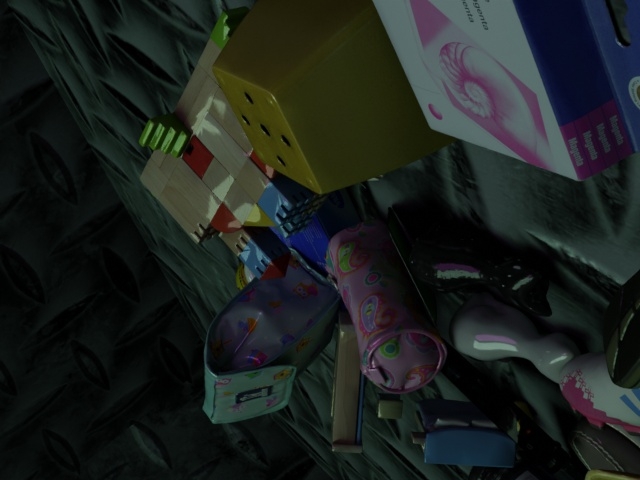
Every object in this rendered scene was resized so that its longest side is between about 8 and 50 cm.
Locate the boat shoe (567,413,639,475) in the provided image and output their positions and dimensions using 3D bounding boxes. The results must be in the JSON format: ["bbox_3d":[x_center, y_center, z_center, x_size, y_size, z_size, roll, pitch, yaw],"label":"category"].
[{"bbox_3d":[0.431,0.363,1.428,0.324,0.097,0.116,49,164,10],"label":"boat shoe"}]

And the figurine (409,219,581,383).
[{"bbox_3d":[0.236,0.089,1.403,0.209,0.092,0.215,21,147,54],"label":"figurine"}]

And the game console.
[{"bbox_3d":[0.300,0.279,1.566,0.361,0.044,0.213,43,180,-37],"label":"game console"}]

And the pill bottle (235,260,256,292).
[{"bbox_3d":[-0.101,0.063,2.216,0.117,0.117,0.215,51,164,1],"label":"pill bottle"}]

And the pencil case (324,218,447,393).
[{"bbox_3d":[0.086,0.088,1.578,0.284,0.124,0.124,-111,-4,-53],"label":"pencil case"}]

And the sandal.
[{"bbox_3d":[0.344,0.048,0.993,0.086,0.120,0.303,9,154,-6],"label":"sandal"}]

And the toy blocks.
[{"bbox_3d":[-0.100,-0.109,1.605,0.261,0.191,0.381,47,130,16],"label":"toy blocks"}]

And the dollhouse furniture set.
[{"bbox_3d":[0.173,0.221,1.787,0.286,0.303,0.198,-91,5,-83],"label":"dollhouse furniture set"}]

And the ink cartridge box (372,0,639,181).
[{"bbox_3d":[0.154,-0.210,0.990,0.330,0.071,0.324,30,153,56],"label":"ink cartridge box"}]

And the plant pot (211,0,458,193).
[{"bbox_3d":[0.008,-0.176,1.249,0.212,0.187,0.212,31,155,50],"label":"plant pot"}]

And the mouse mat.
[{"bbox_3d":[0.127,0.032,1.531,0.152,0.007,0.189,63,-170,-7],"label":"mouse mat"}]

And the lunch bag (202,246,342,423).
[{"bbox_3d":[-0.094,0.176,1.828,0.160,0.262,0.223,37,154,13],"label":"lunch bag"}]

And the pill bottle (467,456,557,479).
[{"bbox_3d":[0.344,0.428,1.773,0.219,0.123,0.123,38,159,42],"label":"pill bottle"}]

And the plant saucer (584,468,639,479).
[{"bbox_3d":[0.462,0.397,1.160,0.333,0.081,0.333,1,110,48],"label":"plant saucer"}]

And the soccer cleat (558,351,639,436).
[{"bbox_3d":[0.362,0.140,1.152,0.331,0.116,0.143,-160,57,-66],"label":"soccer cleat"}]

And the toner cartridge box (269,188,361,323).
[{"bbox_3d":[0.000,0.000,1.813,0.165,0.075,0.348,15,144,43],"label":"toner cartridge box"}]

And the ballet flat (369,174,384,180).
[{"bbox_3d":[0.066,-0.110,1.473,0.070,0.070,0.188,49,168,8],"label":"ballet flat"}]
